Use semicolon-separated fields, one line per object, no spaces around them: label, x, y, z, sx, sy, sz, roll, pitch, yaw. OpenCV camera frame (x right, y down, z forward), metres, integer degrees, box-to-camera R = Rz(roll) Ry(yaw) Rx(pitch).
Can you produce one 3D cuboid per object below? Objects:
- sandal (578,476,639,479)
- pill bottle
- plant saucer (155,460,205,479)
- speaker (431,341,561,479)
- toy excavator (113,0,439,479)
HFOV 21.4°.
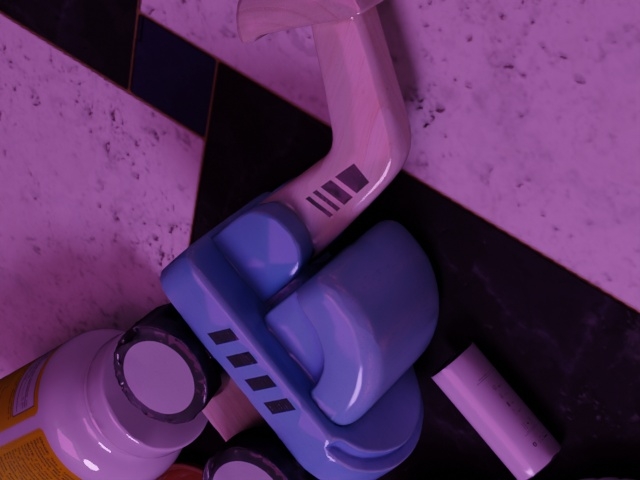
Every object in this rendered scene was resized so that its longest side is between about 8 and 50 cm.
sandal;0.220;0.321;1.645;0.416;0.102;0.169;-7;125;44
pill bottle;-0.271;0.211;1.955;0.334;0.188;0.188;-28;99;49
plant saucer;-0.136;0.355;2.030;0.200;0.037;0.200;16;117;35
speaker;0.169;0.164;1.627;0.136;0.055;0.055;49;139;1
toy excavator;0.000;0.000;1.580;0.445;0.222;0.433;-38;90;35
